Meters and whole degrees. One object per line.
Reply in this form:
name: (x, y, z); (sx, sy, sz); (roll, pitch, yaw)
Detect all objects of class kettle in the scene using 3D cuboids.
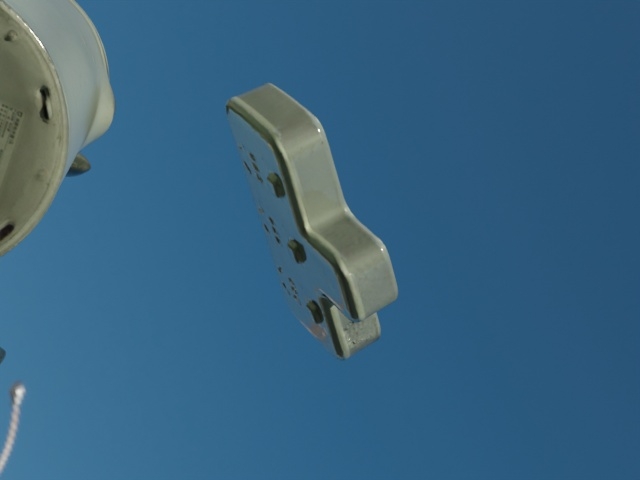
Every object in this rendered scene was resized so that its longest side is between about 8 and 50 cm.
kettle: (-0.301, -0.106, 0.869); (0.265, 0.318, 0.205); (-10, -74, -1)

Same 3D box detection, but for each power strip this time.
power strip: (-0.001, 0.000, 1.050); (0.193, 0.059, 0.265); (42, -25, 51)

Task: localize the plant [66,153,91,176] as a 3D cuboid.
plant: (-0.393, -0.148, 1.363); (0.149, 0.274, 0.146); (-26, -106, 30)

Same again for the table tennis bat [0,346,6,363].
table tennis bat: (-0.293, -0.025, 0.615); (0.301, 0.173, 0.022); (43, -86, -10)
